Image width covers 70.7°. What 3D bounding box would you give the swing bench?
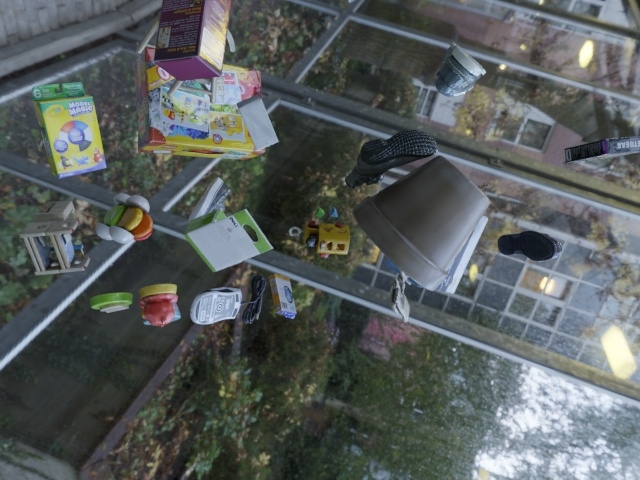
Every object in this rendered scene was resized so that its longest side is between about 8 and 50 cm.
[{"bbox_3d":[-0.383,-0.583,1.305,0.165,0.253,0.255,-7,141,-45],"label":"swing bench"}]

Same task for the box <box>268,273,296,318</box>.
[{"bbox_3d":[-0.115,0.175,1.387,0.081,0.028,0.136,28,45,-55],"label":"box"}]

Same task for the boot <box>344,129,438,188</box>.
[{"bbox_3d":[0.193,-0.224,1.269,0.161,0.246,0.084,120,-46,-62],"label":"boot"}]

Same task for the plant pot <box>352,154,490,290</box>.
[{"bbox_3d":[0.298,-0.072,1.256,0.280,0.323,0.323,-47,179,14],"label":"plant pot"}]

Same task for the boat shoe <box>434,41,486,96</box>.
[{"bbox_3d":[0.339,-0.419,1.127,0.099,0.116,0.319,-49,-179,28],"label":"boat shoe"}]

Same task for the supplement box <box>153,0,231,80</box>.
[{"bbox_3d":[-0.241,-0.414,0.865,0.081,0.104,0.188,21,74,-67],"label":"supplement box"}]

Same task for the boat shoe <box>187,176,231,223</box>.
[{"bbox_3d":[-0.441,-0.142,1.836,0.108,0.102,0.301,-36,-156,29],"label":"boat shoe"}]

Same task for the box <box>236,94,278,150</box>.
[{"bbox_3d":[-0.239,-0.447,1.707,0.130,0.091,0.171,-118,-174,-61],"label":"box"}]

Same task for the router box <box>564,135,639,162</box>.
[{"bbox_3d":[0.810,-0.257,1.269,0.133,0.178,0.046,180,-98,-71],"label":"router box"}]

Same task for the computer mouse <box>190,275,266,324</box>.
[{"bbox_3d":[-0.196,0.127,0.936,0.193,0.042,0.106,4,101,-52],"label":"computer mouse"}]

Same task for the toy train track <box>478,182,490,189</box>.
[{"bbox_3d":[0.548,-0.187,1.579,0.048,0.083,0.014,-64,136,-59],"label":"toy train track"}]

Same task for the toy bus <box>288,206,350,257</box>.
[{"bbox_3d":[0.012,-0.004,1.667,0.202,0.191,0.104,-35,-151,19],"label":"toy bus"}]

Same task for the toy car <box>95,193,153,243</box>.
[{"bbox_3d":[-0.619,-0.058,1.464,0.136,0.182,0.159,47,59,-50],"label":"toy car"}]

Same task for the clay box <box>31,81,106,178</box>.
[{"bbox_3d":[-0.641,-0.283,1.158,0.127,0.053,0.222,-26,131,-41],"label":"clay box"}]

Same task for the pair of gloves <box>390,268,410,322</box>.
[{"bbox_3d":[0.277,0.146,1.565,0.204,0.042,0.240,52,42,-57],"label":"pair of gloves"}]

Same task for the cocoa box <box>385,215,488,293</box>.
[{"bbox_3d":[0.470,0.007,1.857,0.231,0.227,0.347,38,-69,54],"label":"cocoa box"}]

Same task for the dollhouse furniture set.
[{"bbox_3d":[-0.710,-0.014,1.254,0.184,0.128,0.129,-107,-166,-58],"label":"dollhouse furniture set"}]

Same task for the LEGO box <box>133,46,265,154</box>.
[{"bbox_3d":[-0.508,-0.557,1.917,0.193,0.500,0.373,-5,-91,53],"label":"LEGO box"}]

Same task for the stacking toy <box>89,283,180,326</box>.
[{"bbox_3d":[-0.630,0.257,1.573,0.309,0.279,0.131,125,-45,-69],"label":"stacking toy"}]

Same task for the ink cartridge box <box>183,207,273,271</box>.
[{"bbox_3d":[-0.313,-0.019,1.581,0.189,0.255,0.097,59,20,-30],"label":"ink cartridge box"}]

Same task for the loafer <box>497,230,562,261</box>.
[{"bbox_3d":[0.778,0.012,1.655,0.302,0.095,0.109,-170,-106,-76],"label":"loafer"}]
